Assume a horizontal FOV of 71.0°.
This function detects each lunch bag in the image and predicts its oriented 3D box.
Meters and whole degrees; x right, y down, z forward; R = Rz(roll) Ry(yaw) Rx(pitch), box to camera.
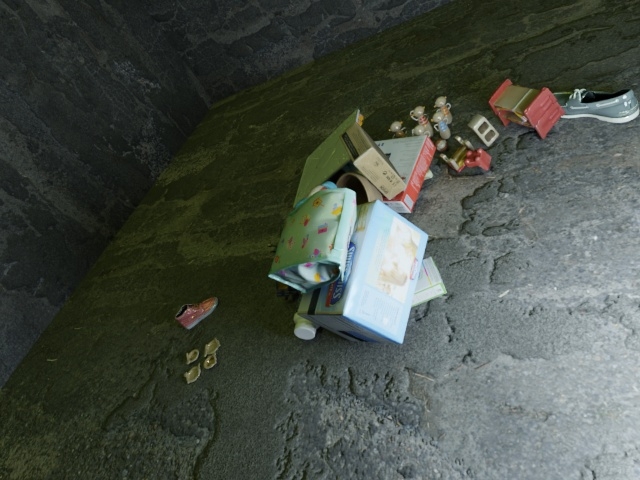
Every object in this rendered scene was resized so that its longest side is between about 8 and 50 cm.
[{"bbox_3d":[0.000,0.000,1.191,0.262,0.160,0.223,-28,40,52],"label":"lunch bag"}]

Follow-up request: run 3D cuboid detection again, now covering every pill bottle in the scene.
[{"bbox_3d":[-0.037,0.239,1.495,0.094,0.094,0.169,-14,41,28],"label":"pill bottle"}]

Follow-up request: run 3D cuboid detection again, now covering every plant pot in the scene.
[{"bbox_3d":[0.150,-0.129,1.624,0.109,0.237,0.237,-7,24,-29],"label":"plant pot"}]

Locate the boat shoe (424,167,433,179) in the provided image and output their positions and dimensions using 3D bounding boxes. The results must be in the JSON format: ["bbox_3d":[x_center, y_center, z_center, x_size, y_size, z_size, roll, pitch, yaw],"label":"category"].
[{"bbox_3d":[0.363,-0.245,1.759,0.153,0.048,0.056,-18,49,34],"label":"boat shoe"}]

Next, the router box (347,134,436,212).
[{"bbox_3d":[0.249,-0.257,1.771,0.335,0.082,0.301,4,63,45],"label":"router box"}]

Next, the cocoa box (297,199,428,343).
[{"bbox_3d":[0.127,0.097,1.306,0.228,0.231,0.347,-13,53,54],"label":"cocoa box"}]

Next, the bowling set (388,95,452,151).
[{"bbox_3d":[0.451,-0.463,1.828,0.287,0.154,0.200,-37,35,0],"label":"bowling set"}]

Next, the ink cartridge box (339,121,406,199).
[{"bbox_3d":[0.186,-0.282,1.597,0.088,0.234,0.193,-39,40,16],"label":"ink cartridge box"}]

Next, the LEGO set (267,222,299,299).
[{"bbox_3d":[-0.063,0.079,1.677,0.254,0.192,0.331,-6,40,-8],"label":"LEGO set"}]

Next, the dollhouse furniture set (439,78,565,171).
[{"bbox_3d":[0.646,-0.376,1.613,0.374,0.152,0.201,-51,35,10],"label":"dollhouse furniture set"}]

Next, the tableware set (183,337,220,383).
[{"bbox_3d":[-0.440,0.443,1.665,0.168,0.020,0.141,-33,36,6],"label":"tableware set"}]

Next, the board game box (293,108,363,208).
[{"bbox_3d":[0.041,-0.360,2.030,0.390,0.050,0.390,-38,29,39],"label":"board game box"}]

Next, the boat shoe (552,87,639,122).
[{"bbox_3d":[0.904,-0.479,1.517,0.116,0.099,0.319,-42,36,-8],"label":"boat shoe"}]

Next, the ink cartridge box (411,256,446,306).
[{"bbox_3d":[0.267,0.145,1.376,0.209,0.062,0.109,-26,38,15],"label":"ink cartridge box"}]

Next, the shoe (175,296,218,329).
[{"bbox_3d":[-0.510,0.284,1.848,0.178,0.081,0.063,-41,36,-6],"label":"shoe"}]

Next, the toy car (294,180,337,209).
[{"bbox_3d":[0.042,-0.056,1.557,0.238,0.210,0.219,30,34,11],"label":"toy car"}]
